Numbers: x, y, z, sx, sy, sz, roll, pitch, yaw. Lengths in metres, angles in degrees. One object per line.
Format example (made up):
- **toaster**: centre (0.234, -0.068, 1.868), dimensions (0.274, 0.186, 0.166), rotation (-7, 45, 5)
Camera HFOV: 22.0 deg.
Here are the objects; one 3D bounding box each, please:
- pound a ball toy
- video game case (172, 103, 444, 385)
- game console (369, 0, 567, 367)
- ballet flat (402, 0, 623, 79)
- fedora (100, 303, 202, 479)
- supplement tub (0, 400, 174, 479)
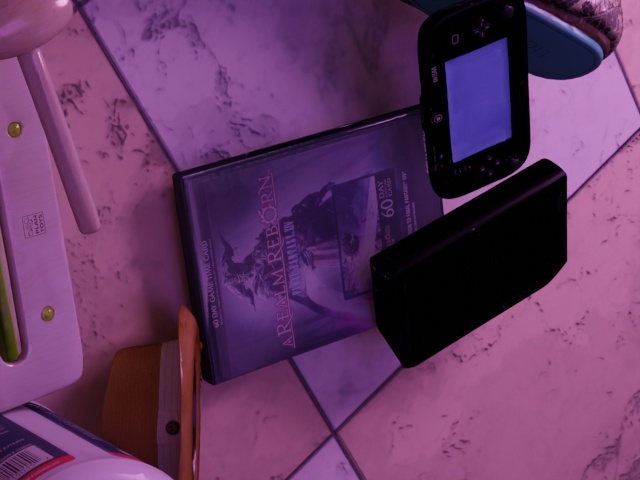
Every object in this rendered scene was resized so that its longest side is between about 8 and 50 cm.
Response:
- **pound a ball toy**: centre (-0.263, -0.028, 1.209), dimensions (0.135, 0.208, 0.319), rotation (-19, 112, -33)
- **video game case**: centre (0.000, 0.000, 1.511), dimensions (0.274, 0.026, 0.196), rotation (-18, 111, -31)
- **game console**: centre (0.132, -0.059, 1.485), dimensions (0.213, 0.044, 0.361), rotation (-30, 135, -23)
- **ballet flat**: centre (0.076, -0.288, 1.452), dimensions (0.483, 0.164, 0.182), rotation (15, 70, -33)
- **fedora**: centre (-0.143, 0.151, 1.398), dimensions (0.079, 0.194, 0.194), rotation (1, 102, -1)
- **supplement tub**: centre (-0.228, 0.226, 1.249), dimensions (0.191, 0.272, 0.191), rotation (-9, 105, -35)
